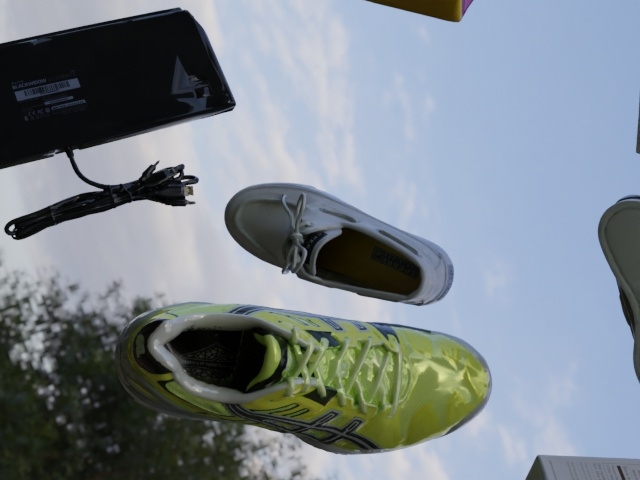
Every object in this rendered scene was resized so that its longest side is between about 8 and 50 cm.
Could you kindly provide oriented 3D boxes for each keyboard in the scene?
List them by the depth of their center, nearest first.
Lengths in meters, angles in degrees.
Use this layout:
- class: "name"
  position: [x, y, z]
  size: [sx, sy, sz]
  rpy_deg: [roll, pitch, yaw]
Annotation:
- class: "keyboard"
  position: [-0.225, -0.092, 0.978]
  size: [0.033, 0.317, 0.202]
  rpy_deg: [111, -41, -62]

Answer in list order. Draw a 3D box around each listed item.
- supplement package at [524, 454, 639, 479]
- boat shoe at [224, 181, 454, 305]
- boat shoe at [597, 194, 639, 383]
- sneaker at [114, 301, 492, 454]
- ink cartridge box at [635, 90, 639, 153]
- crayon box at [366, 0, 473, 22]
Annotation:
- class: "supplement package"
  position: [0.343, 0.336, 1.111]
  size: [0.175, 0.292, 0.178]
  rpy_deg: [-99, -162, -49]
- class: "boat shoe"
  position: [-0.001, 0.009, 1.601]
  size: [0.367, 0.156, 0.136]
  rpy_deg: [23, -80, 22]
- class: "boat shoe"
  position: [0.430, 0.087, 1.399]
  size: [0.109, 0.091, 0.305]
  rpy_deg: [-18, -85, 25]
- class: "sneaker"
  position: [-0.011, 0.140, 1.116]
  size: [0.147, 0.384, 0.145]
  rpy_deg: [142, -49, -77]
- class: "ink cartridge box"
  position: [0.478, -0.134, 1.181]
  size: [0.237, 0.172, 0.100]
  rpy_deg: [14, -71, 50]
- class: "crayon box"
  position: [-0.040, -0.334, 0.648]
  size: [0.313, 0.106, 0.363]
  rpy_deg: [18, -40, 20]
